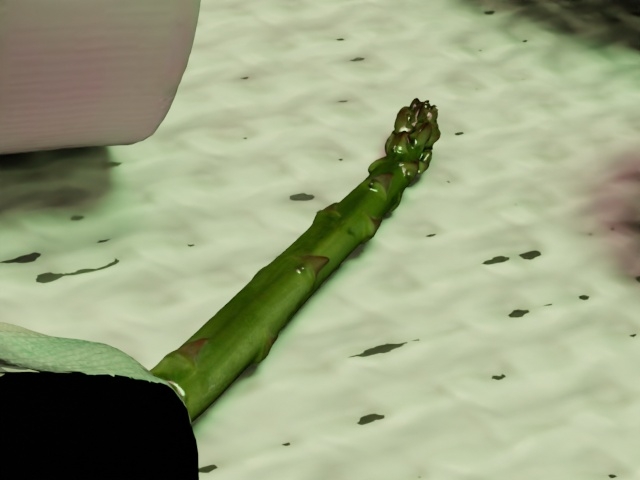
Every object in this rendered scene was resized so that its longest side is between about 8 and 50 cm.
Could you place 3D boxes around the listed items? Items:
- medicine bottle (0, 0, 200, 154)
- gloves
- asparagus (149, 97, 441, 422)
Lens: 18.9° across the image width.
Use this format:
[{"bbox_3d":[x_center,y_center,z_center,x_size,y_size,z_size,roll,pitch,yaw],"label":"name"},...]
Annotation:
[{"bbox_3d":[-0.222,-0.127,0.652,0.325,0.212,0.212,-4,34,-21],"label":"medicine bottle"},{"bbox_3d":[-0.139,0.050,0.497,0.212,0.111,0.127,-2,23,41],"label":"gloves"},{"bbox_3d":[0.000,0.000,0.688,0.024,0.025,0.248,-23,14,33],"label":"asparagus"}]
